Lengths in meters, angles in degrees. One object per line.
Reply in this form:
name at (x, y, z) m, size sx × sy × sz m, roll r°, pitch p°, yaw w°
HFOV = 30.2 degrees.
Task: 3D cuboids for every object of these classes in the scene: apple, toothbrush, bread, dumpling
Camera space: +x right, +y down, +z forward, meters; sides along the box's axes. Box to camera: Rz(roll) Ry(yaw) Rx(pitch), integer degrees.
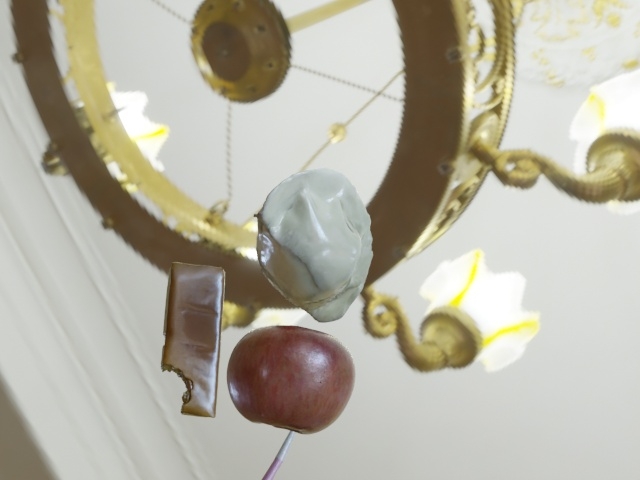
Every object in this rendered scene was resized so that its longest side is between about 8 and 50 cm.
apple at (-0.036, 0.167, 1.411) m, size 0.153 × 0.153 × 0.120 m, roll -2°, pitch -107°, yaw 34°
toothbrush at (-0.071, 0.342, 1.742) m, size 0.025 × 0.286 × 0.020 m, roll 34°, pitch -17°, yaw -2°
bread at (-0.190, 0.148, 1.749) m, size 0.049 × 0.088 × 0.226 m, roll 136°, pitch -40°, yaw -65°
dumpling at (0.002, 0.003, 1.557) m, size 0.215 × 0.166 × 0.126 m, roll 55°, pitch -17°, yaw -13°
